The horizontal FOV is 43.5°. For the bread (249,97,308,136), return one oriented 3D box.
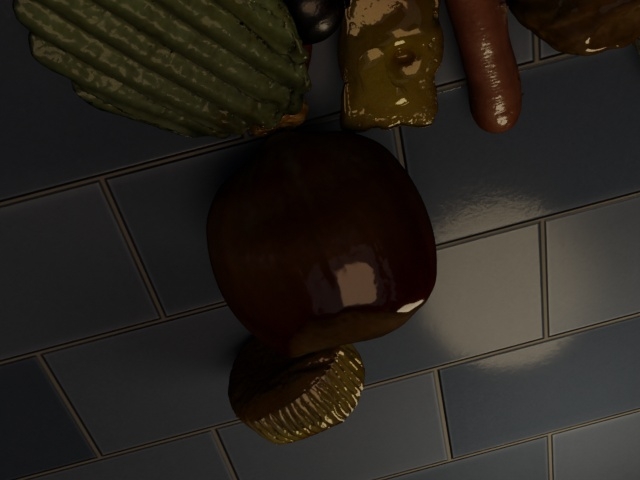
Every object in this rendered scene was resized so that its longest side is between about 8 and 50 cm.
[{"bbox_3d":[-0.069,-0.195,1.265,0.083,0.044,0.110,-9,172,-29],"label":"bread"}]

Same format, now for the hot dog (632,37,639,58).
[{"bbox_3d":[0.590,-0.340,1.306,0.162,0.082,0.270,-24,135,17],"label":"hot dog"}]

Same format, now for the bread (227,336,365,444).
[{"bbox_3d":[-0.048,0.261,1.526,0.253,0.227,0.142,-31,123,20],"label":"bread"}]

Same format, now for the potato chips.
[{"bbox_3d":[-0.221,-0.273,1.099,0.429,0.070,0.358,29,141,-31],"label":"potato chips"}]

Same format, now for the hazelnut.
[{"bbox_3d":[0.003,0.008,1.296,0.366,0.366,0.366,-6,127,-8],"label":"hazelnut"}]

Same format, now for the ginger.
[{"bbox_3d":[0.394,-0.399,1.142,0.223,0.200,0.269,9,124,-16],"label":"ginger"}]

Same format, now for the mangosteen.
[{"bbox_3d":[-0.008,-0.351,1.132,0.151,0.137,0.137,-26,127,-2],"label":"mangosteen"}]

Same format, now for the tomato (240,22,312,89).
[{"bbox_3d":[-0.085,-0.270,1.221,0.155,0.069,0.155,-6,128,-7],"label":"tomato"}]

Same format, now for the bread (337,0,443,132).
[{"bbox_3d":[0.104,-0.285,1.242,0.161,0.088,0.233,-7,125,-13],"label":"bread"}]

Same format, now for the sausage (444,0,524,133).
[{"bbox_3d":[0.236,-0.323,1.199,0.094,0.094,0.419,-15,138,14],"label":"sausage"}]
